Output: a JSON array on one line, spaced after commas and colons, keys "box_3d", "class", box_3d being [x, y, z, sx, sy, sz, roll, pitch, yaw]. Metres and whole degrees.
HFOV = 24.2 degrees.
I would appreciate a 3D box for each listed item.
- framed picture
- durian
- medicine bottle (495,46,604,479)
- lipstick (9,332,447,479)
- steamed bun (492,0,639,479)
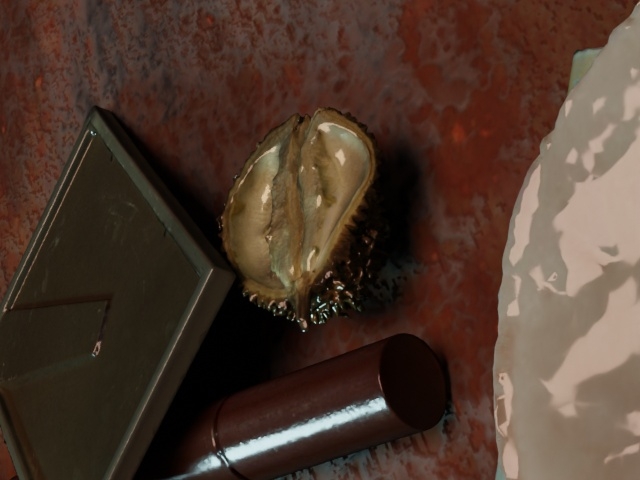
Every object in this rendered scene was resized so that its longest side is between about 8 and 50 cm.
[{"box_3d": [-0.148, 0.053, 0.948, 0.213, 0.016, 0.289, -63, 29, 11], "class": "framed picture"}, {"box_3d": [0.003, -0.001, 0.824, 0.110, 0.071, 0.140, -31, 46, 33], "class": "durian"}, {"box_3d": [0.131, 0.024, 0.688, 0.074, 0.074, 0.218, 4, 82, 47], "class": "medicine bottle"}, {"box_3d": [-0.074, 0.128, 0.885, 0.357, 0.057, 0.057, -23, 65, 41], "class": "lipstick"}, {"box_3d": [0.220, 0.036, 0.491, 0.324, 0.206, 0.324, -17, 66, 44], "class": "steamed bun"}]
